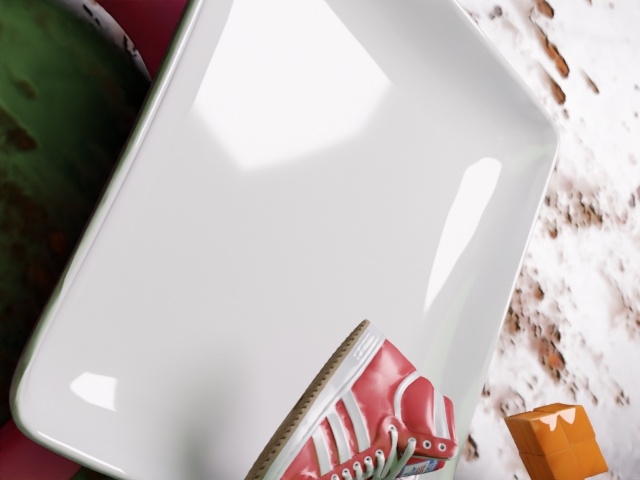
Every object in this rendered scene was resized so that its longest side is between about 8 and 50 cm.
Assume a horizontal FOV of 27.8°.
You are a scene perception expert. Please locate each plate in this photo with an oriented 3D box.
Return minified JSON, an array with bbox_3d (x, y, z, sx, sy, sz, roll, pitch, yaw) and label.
[{"bbox_3d":[0.000,0.000,0.588,0.278,0.045,0.277,39,66,-45],"label":"plate"}]

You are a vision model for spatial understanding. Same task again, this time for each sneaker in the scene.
[{"bbox_3d":[0.013,0.093,0.526,0.067,0.042,0.118,40,56,-2],"label":"sneaker"}]

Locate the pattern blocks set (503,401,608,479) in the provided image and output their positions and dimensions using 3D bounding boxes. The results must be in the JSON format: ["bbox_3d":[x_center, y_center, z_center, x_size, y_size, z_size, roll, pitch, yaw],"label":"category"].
[{"bbox_3d":[0.085,0.218,0.635,0.325,0.026,0.285,43,62,-34],"label":"pattern blocks set"}]

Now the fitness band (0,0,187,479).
[{"bbox_3d":[-0.145,-0.012,0.527,0.209,0.054,0.291,46,60,-20],"label":"fitness band"}]
